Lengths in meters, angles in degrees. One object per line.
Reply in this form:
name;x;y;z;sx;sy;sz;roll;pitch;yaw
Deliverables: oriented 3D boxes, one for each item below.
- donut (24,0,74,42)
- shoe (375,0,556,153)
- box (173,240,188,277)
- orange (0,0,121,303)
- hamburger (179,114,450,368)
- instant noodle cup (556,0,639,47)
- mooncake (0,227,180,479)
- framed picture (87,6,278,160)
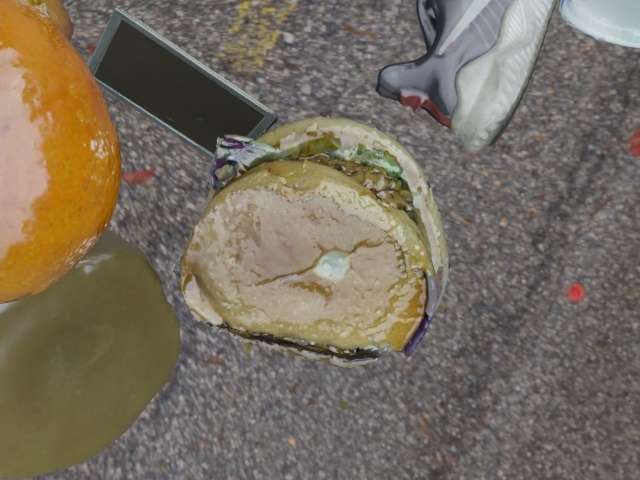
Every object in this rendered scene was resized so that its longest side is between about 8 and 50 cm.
donut;-0.420;-0.359;0.869;0.164;0.377;0.435;-28;126;1
shoe;0.118;-0.182;0.698;0.112;0.099;0.227;16;81;4
box;-0.178;0.025;1.683;0.036;0.178;0.115;49;58;-43
orange;-0.241;-0.067;0.657;0.170;0.224;0.224;-18;114;-60
hamburger;0.000;0.000;1.102;0.318;0.195;0.276;17;123;7
instant noodle cup;0.326;-0.291;0.912;0.205;0.205;0.153;19;79;-21
mooncake;-0.484;0.173;1.606;0.467;0.262;0.467;-26;134;-31
framed picture;-0.197;-0.204;1.280;0.252;0.197;0.014;33;61;-13
